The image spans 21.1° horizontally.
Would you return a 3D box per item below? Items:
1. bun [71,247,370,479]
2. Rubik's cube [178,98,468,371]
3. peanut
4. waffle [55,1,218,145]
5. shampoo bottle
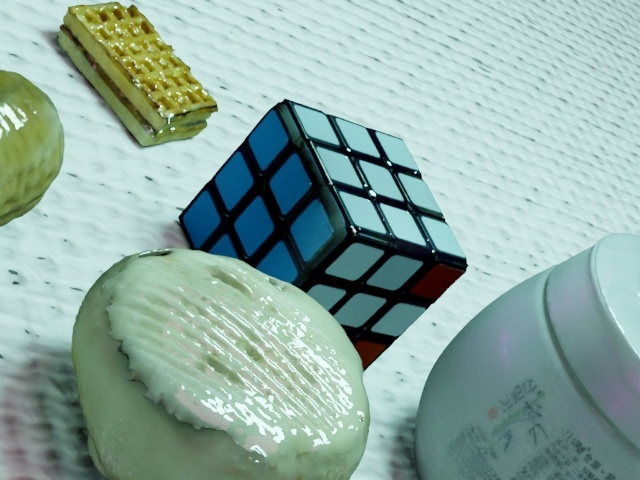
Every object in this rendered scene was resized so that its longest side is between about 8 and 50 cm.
[{"bbox_3d":[-0.078,0.113,1.242,0.239,0.141,0.239,27,31,-17],"label":"bun"},{"bbox_3d":[0.000,0.000,1.481,0.163,0.162,0.160,15,39,-44],"label":"Rubik's cube"},{"bbox_3d":[-0.273,-0.060,1.242,0.129,0.129,0.224,45,27,3],"label":"peanut"},{"bbox_3d":[-0.172,-0.157,1.601,0.148,0.042,0.102,49,29,12],"label":"waffle"},{"bbox_3d":[0.238,0.153,1.471,0.273,0.266,0.273,33,30,-22],"label":"shampoo bottle"}]
